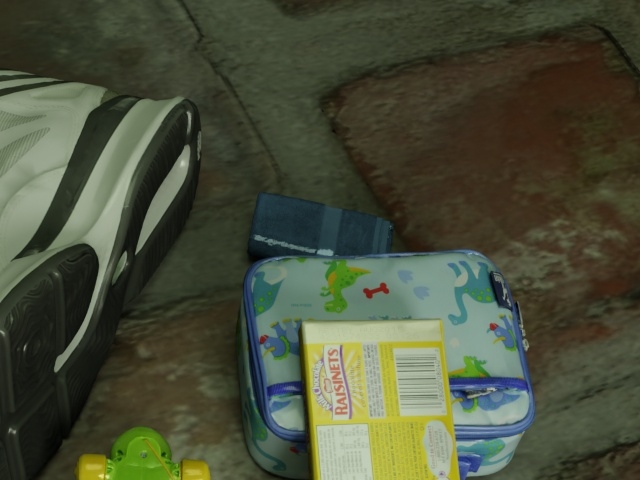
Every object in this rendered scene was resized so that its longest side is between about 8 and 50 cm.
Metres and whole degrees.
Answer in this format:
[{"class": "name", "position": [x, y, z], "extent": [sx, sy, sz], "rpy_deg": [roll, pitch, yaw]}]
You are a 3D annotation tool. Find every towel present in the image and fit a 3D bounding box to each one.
[{"class": "towel", "position": [0.000, 0.000, 1.311], "extent": [0.119, 0.029, 0.067], "rpy_deg": [13, 48, -1]}]

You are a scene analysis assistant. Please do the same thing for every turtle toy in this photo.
[{"class": "turtle toy", "position": [-0.126, 0.183, 1.102], "extent": [0.095, 0.066, 0.130], "rpy_deg": [5, 48, -8]}]

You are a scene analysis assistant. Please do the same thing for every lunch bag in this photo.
[{"class": "lunch bag", "position": [0.048, 0.096, 1.201], "extent": [0.219, 0.090, 0.176], "rpy_deg": [1, 53, -10]}]

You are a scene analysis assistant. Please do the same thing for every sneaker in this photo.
[{"class": "sneaker", "position": [-0.283, 0.019, 1.174], "extent": [0.257, 0.169, 0.447], "rpy_deg": [15, 40, 12]}]

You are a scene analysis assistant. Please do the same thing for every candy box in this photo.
[{"class": "candy box", "position": [0.044, 0.155, 1.101], "extent": [0.105, 0.027, 0.206], "rpy_deg": [-1, 68, -9]}]
